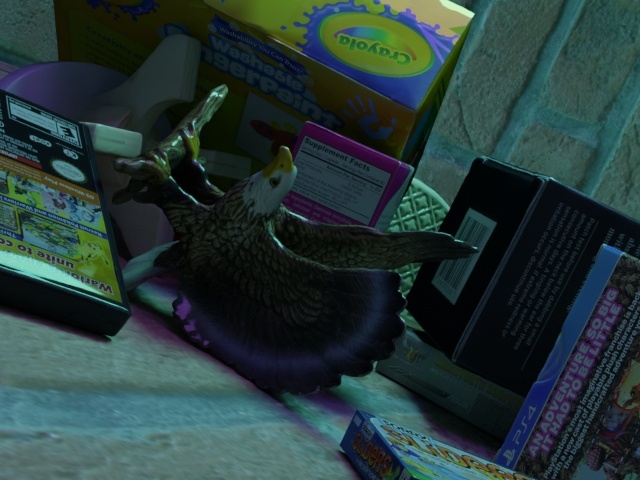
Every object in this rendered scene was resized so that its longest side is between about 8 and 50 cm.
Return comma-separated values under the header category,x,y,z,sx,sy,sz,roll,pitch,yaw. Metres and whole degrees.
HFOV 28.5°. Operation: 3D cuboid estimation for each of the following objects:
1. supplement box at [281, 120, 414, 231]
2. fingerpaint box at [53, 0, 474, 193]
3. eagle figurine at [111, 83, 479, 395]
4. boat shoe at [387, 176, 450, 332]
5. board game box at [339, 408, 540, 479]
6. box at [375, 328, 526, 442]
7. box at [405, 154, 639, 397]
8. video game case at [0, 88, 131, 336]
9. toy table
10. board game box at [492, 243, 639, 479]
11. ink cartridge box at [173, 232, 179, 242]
category,x,y,z,sx,sy,sz,roll,pitch,yaw
supplement box,0.000,0.000,1.304,0.114,0.220,0.111,26,5,10
fingerpaint box,-0.083,-0.205,1.485,0.445,0.163,0.371,28,-28,7
eagle figurine,-0.041,0.005,1.124,0.298,0.226,0.225,37,-10,5
boat shoe,0.153,0.043,1.811,0.500,0.186,0.156,32,-6,-33
board game box,0.124,0.195,0.933,0.201,0.035,0.136,23,5,-19
box,0.198,0.174,1.407,0.231,0.056,0.183,27,5,27
box,0.329,0.091,1.381,0.396,0.212,0.293,26,5,-9
video game case,-0.289,-0.055,0.983,0.275,0.035,0.248,22,30,-35
toy table,-0.216,-0.100,1.373,0.161,0.252,0.274,9,12,36
board game box,0.327,0.170,1.067,0.141,0.232,0.291,23,6,-35
ink cartridge box,-0.143,-0.058,1.628,0.189,0.066,0.232,-5,25,-28
